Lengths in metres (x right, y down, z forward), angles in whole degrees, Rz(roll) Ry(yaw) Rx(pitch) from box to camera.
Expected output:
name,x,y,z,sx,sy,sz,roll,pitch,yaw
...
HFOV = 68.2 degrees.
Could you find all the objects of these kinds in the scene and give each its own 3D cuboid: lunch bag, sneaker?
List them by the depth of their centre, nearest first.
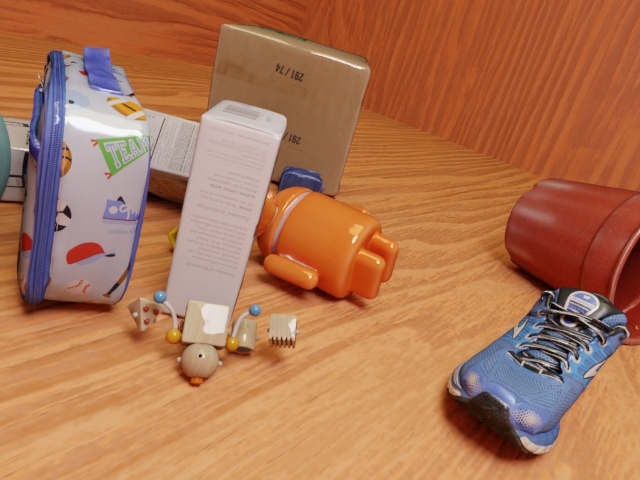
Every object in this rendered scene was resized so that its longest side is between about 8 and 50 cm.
name,x,y,z,sx,sy,sz,roll,pitch,yaw
lunch bag,-0.274,-0.088,0.539,0.115,0.243,0.303,3,27,-32
sneaker,0.266,0.124,0.559,0.129,0.147,0.330,32,28,33
sneaker,-0.130,-0.019,0.636,0.064,0.175,0.067,64,28,-3
lunch bag,-0.039,-0.116,0.996,0.098,0.067,0.065,14,23,-9

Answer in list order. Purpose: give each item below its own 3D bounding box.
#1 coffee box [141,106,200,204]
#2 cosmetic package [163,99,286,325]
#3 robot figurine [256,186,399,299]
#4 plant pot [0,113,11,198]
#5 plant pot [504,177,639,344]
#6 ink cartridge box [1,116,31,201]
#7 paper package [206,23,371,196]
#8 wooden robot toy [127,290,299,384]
name,x,y,z,sx,sy,sz,roll,pitch,yaw
coffee box,-0.232,-0.126,0.768,0.246,0.098,0.141,14,-19,-7
cosmetic package,-0.108,-0.031,0.540,0.085,0.231,0.117,14,23,-6
robot figurine,0.001,-0.001,0.685,0.219,0.158,0.128,26,-9,20
plant pot,-0.452,-0.091,0.424,0.271,0.272,0.255,21,9,8
plant pot,0.518,0.009,0.889,0.272,0.272,0.265,5,17,-27
ink cartridge box,-0.467,-0.123,0.685,0.203,0.086,0.148,0,28,-32
paper package,-0.077,-0.294,1.068,0.324,0.309,0.168,14,22,-5
wooden robot toy,-0.110,0.107,0.472,0.173,0.076,0.079,11,59,-15
